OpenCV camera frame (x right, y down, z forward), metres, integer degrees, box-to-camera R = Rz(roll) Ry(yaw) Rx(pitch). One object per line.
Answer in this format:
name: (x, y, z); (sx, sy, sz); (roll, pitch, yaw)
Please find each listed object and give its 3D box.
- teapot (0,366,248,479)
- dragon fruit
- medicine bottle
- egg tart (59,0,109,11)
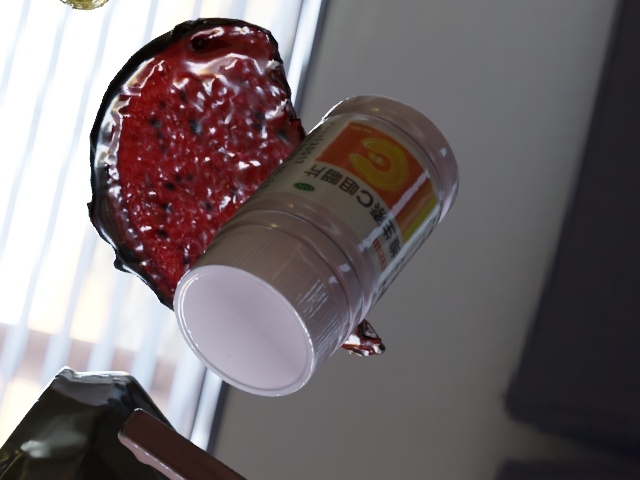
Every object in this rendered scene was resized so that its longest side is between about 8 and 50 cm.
teapot: (-0.172, 0.309, 1.997); (0.305, 0.362, 0.376); (-57, 3, -39)
dragon fruit: (-0.089, -0.054, 1.799); (0.100, 0.282, 0.343); (-52, -49, -49)
medicine bottle: (0.000, 0.000, 1.562); (0.249, 0.133, 0.133); (-48, -26, -43)
egg tart: (-0.175, -0.245, 1.591); (0.049, 0.129, 0.128); (8, -86, -48)
